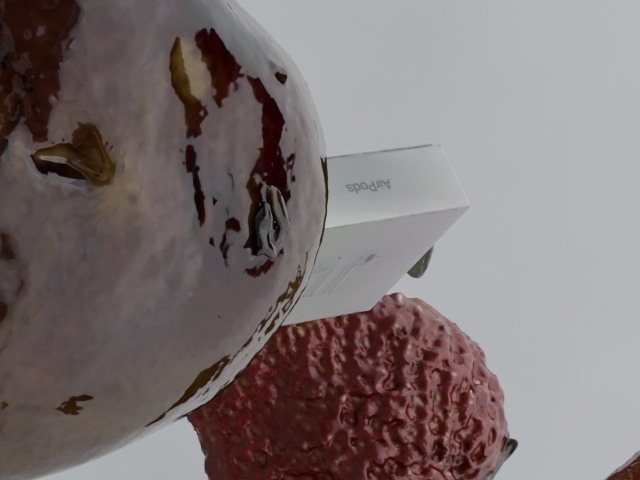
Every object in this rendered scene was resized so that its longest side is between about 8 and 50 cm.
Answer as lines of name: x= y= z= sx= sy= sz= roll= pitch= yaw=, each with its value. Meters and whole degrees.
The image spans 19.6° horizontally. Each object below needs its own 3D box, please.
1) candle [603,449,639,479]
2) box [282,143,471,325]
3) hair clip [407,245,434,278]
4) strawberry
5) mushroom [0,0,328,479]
candle: x=0.248 y=0.163 z=1.264 sx=0.302 sy=0.084 sz=0.059 roll=-40 pitch=-171 yaw=-20
box: x=0.000 y=0.000 z=1.118 sx=0.129 sy=0.130 sz=0.051 roll=-48 pitch=-120 yaw=48
hair clip: x=0.020 y=-0.021 z=1.252 sx=0.137 sy=0.022 sz=0.054 roll=25 pitch=-56 yaw=24
strawberry: x=0.018 y=0.164 z=1.580 sx=0.261 sy=0.258 sz=0.261 roll=-10 pitch=-112 yaw=25
mushroom: x=-0.157 y=-0.047 z=0.950 sx=0.260 sy=0.345 sz=0.345 roll=16 pitch=-83 yaw=62
